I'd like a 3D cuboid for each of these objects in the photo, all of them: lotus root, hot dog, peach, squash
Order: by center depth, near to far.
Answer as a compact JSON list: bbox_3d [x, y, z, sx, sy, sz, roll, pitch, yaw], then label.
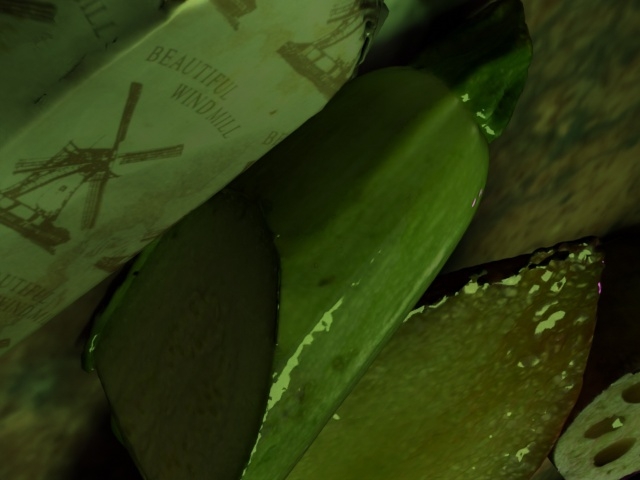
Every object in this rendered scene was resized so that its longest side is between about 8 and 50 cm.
[{"bbox_3d":[-0.068,-0.026,0.369,0.191,0.059,0.108,-38,145,14],"label":"hot dog"},{"bbox_3d":[-0.003,-0.001,0.474,0.075,0.090,0.200,35,93,-29],"label":"squash"},{"bbox_3d":[0.005,0.074,0.601,0.189,0.068,0.279,10,130,-45],"label":"peach"},{"bbox_3d":[0.141,0.057,0.715,0.112,0.081,0.122,-20,149,-25],"label":"lotus root"}]

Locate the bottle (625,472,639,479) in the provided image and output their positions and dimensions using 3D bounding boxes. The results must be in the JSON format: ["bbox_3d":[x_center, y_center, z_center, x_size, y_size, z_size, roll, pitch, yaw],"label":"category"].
[{"bbox_3d":[0.254,0.186,0.993,0.271,0.143,0.156,-27,107,-12],"label":"bottle"}]
